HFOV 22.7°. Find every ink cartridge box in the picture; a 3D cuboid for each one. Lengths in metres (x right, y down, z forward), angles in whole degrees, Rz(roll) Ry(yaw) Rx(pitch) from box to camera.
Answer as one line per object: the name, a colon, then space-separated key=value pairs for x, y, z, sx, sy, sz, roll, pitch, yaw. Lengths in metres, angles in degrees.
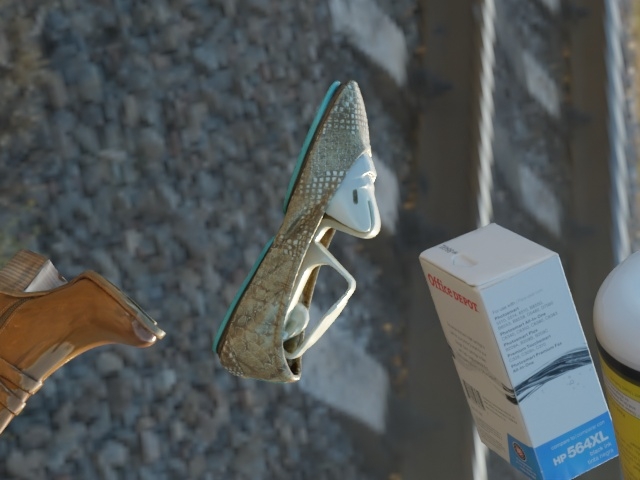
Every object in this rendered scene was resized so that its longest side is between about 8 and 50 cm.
ink cartridge box: x=0.178 y=0.100 z=1.434 sx=0.203 sy=0.086 sz=0.148 roll=71 pitch=-13 yaw=-17

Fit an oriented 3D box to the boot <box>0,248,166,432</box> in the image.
boot: x=-0.230 y=0.098 z=1.324 sx=0.152 sy=0.197 sz=0.073 roll=-57 pitch=135 yaw=-19

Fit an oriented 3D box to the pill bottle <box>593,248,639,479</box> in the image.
pill bottle: x=0.182 y=0.094 z=0.692 sx=0.103 sy=0.103 sz=0.184 roll=-67 pitch=147 yaw=-55

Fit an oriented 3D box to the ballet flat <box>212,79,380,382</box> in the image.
ballet flat: x=0.000 y=0.000 z=1.027 sx=0.206 sy=0.067 sz=0.073 roll=-67 pitch=167 yaw=11
